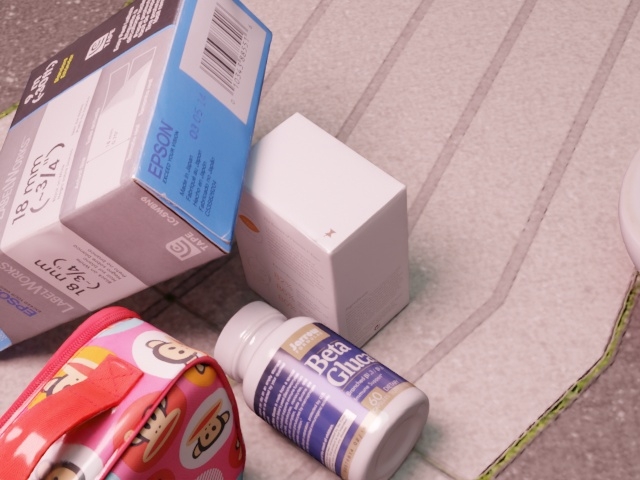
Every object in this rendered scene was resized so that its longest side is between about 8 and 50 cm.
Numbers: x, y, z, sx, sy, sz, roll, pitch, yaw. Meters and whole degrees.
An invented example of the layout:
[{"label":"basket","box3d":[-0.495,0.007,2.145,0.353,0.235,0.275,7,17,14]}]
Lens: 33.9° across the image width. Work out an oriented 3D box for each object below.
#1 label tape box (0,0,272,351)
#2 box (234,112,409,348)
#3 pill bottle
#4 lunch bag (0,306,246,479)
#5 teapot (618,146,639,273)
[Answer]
[{"label":"label tape box","box3d":[-0.208,-0.057,0.901,0.334,0.106,0.240,-23,43,34]},{"label":"box","box3d":[0.000,0.000,0.905,0.091,0.170,0.130,-40,60,-23]},{"label":"pill bottle","box3d":[-0.004,0.121,0.862,0.169,0.094,0.094,32,62,26]},{"label":"lunch bag","box3d":[-0.173,0.198,0.717,0.120,0.258,0.293,26,59,22]},{"label":"teapot","box3d":[0.385,-0.004,0.873,0.256,0.187,0.252,-34,33,12]}]
